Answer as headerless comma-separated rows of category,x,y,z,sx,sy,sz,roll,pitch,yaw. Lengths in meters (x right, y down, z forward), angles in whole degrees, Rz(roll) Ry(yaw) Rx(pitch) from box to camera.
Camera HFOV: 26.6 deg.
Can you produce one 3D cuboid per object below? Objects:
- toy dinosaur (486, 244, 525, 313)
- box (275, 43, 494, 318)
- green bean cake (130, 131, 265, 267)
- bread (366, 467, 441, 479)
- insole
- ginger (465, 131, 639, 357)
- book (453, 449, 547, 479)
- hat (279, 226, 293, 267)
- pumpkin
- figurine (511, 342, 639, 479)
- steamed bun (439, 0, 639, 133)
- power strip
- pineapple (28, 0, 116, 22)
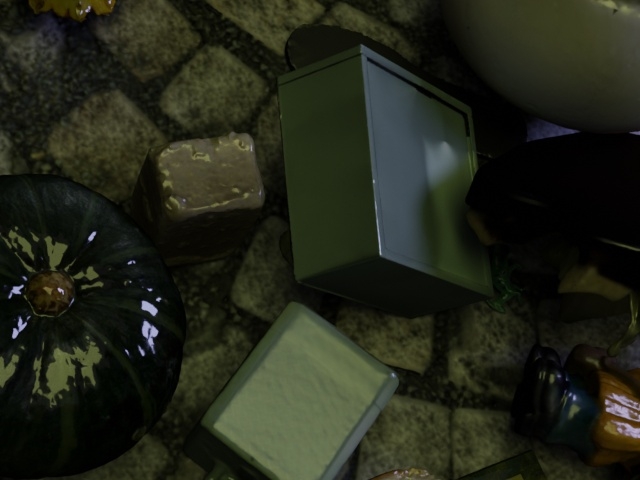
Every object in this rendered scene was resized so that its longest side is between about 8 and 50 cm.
toy dinosaur,0.200,0.042,1.537,0.083,0.021,0.062,43,78,2
box,0.065,-0.052,1.425,0.225,0.117,0.225,20,59,-52
green bean cake,-0.129,-0.038,1.389,0.109,0.179,0.085,-11,74,-18
bread,-0.009,0.339,1.267,0.344,0.195,0.149,-32,81,-17
insole,0.103,-0.171,1.592,0.309,0.012,0.110,19,66,-8
ginger,0.355,0.037,1.449,0.413,0.211,0.358,-7,27,-33
book,0.157,0.330,1.418,0.228,0.024,0.160,-17,73,-19
hat,0.001,0.000,1.478,0.077,0.059,0.076,-41,80,-20
pumpkin,-0.276,0.086,1.294,0.300,0.207,0.300,14,55,-21
figurine,0.371,0.220,1.452,0.332,0.185,0.205,2,102,4
steamed bun,0.306,-0.259,1.536,0.374,0.241,0.374,9,33,-6
power strip,-0.048,0.195,1.348,0.139,0.140,0.224,38,65,-1
pineapple,-0.273,-0.345,1.521,0.164,0.139,0.250,-3,85,-59
